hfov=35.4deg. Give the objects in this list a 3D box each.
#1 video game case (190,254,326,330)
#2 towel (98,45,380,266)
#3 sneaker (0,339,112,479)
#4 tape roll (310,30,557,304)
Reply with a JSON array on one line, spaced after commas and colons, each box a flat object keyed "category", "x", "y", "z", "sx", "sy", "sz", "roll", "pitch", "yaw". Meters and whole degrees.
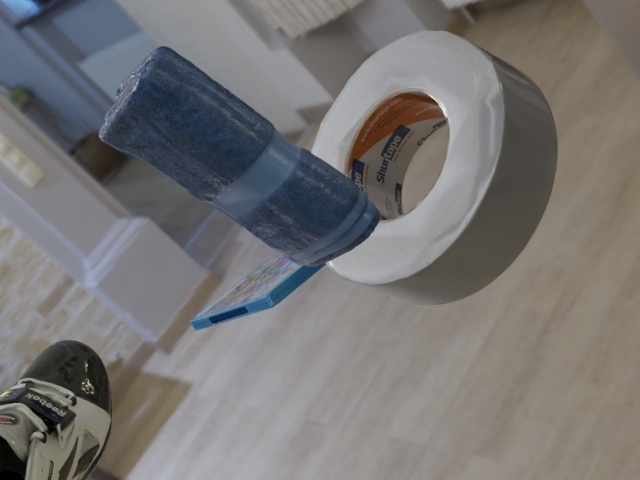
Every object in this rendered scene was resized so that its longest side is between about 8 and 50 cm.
[{"category": "video game case", "x": -0.049, "y": 0.040, "z": 0.985, "sx": 0.119, "sy": 0.015, "sz": 0.166, "roll": -38, "pitch": 9, "yaw": -33}, {"category": "towel", "x": -0.036, "y": -0.031, "z": 0.432, "sx": 0.067, "sy": 0.119, "sz": 0.029, "roll": -26, "pitch": 32, "yaw": 59}, {"category": "sneaker", "x": -0.299, "y": 0.208, "z": 1.034, "sx": 0.330, "sy": 0.123, "sz": 0.146, "roll": -77, "pitch": -3, "yaw": -47}, {"category": "tape roll", "x": 0.085, "y": -0.060, "z": 0.833, "sx": 0.219, "sy": 0.072, "sz": 0.219, "roll": -21, "pitch": 60, "yaw": 42}]
